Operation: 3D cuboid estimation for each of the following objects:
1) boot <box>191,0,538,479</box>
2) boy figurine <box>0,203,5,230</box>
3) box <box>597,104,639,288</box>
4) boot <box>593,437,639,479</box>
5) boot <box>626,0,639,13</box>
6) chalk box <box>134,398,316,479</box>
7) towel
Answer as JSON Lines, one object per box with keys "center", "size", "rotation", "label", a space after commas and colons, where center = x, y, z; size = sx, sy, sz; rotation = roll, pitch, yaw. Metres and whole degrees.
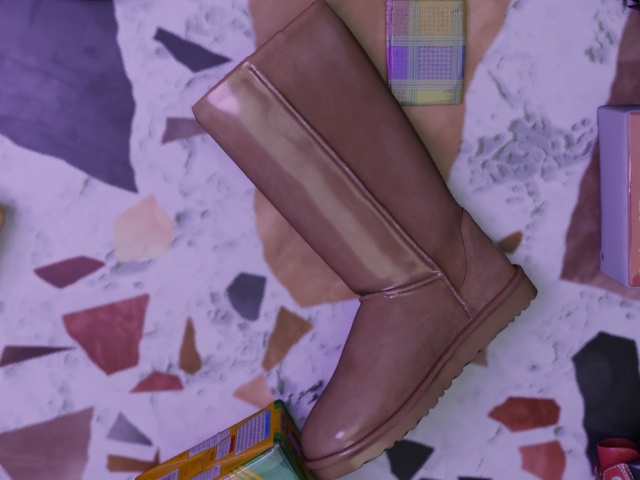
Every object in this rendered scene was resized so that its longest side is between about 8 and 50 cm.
{"center": [0.000, 0.000, 1.040], "size": [0.236, 0.089, 0.269], "rotation": [-43, 100, -26], "label": "boot"}
{"center": [-0.359, 0.044, 1.045], "size": [0.285, 0.092, 0.177], "rotation": [-18, 95, 3], "label": "boy figurine"}
{"center": [0.296, -0.036, 1.064], "size": [0.170, 0.091, 0.130], "rotation": [-3, 98, -3], "label": "box"}
{"center": [0.226, 0.253, 1.103], "size": [0.244, 0.088, 0.176], "rotation": [-41, 97, -5], "label": "boot"}
{"center": [0.262, -0.212, 1.063], "size": [0.099, 0.045, 0.121], "rotation": [28, 95, -8], "label": "boot"}
{"center": [-0.033, 0.250, 1.065], "size": [0.132, 0.132, 0.213], "rotation": [-30, 99, 2], "label": "chalk box"}
{"center": [0.078, -0.142, 1.080], "size": [0.060, 0.009, 0.083], "rotation": [-1, 98, -3], "label": "towel"}
